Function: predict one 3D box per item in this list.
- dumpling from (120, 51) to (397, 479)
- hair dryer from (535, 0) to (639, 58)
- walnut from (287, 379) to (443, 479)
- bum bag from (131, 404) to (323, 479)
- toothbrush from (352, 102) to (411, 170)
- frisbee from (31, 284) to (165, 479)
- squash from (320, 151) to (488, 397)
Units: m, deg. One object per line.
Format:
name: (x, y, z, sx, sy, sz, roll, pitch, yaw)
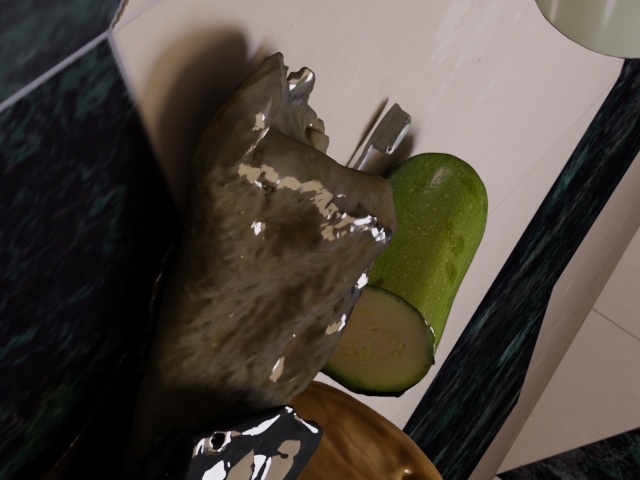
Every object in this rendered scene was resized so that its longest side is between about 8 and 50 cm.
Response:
dumpling: (-0.023, 0.023, 0.794, 0.166, 0.086, 0.332, -46, 167, -40)
hair dryer: (0.249, -0.301, 0.941, 0.362, 0.128, 0.203, -59, 167, -19)
walnut: (-0.001, 0.190, 0.986, 0.193, 0.225, 0.193, -34, 174, -4)
bum bag: (-0.093, 0.175, 0.833, 0.123, 0.060, 0.248, 7, 137, -45)
toothbrush: (-0.002, -0.001, 0.966, 0.194, 0.017, 0.014, -56, 161, 12)
frisbee: (-0.119, 0.096, 0.806, 0.187, 0.012, 0.211, -59, 166, 10)
squash: (0.056, 0.003, 1.013, 0.095, 0.095, 0.188, 110, 5, -45)
